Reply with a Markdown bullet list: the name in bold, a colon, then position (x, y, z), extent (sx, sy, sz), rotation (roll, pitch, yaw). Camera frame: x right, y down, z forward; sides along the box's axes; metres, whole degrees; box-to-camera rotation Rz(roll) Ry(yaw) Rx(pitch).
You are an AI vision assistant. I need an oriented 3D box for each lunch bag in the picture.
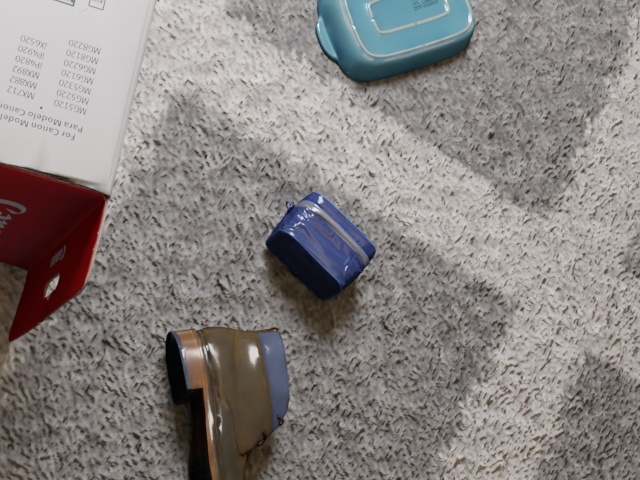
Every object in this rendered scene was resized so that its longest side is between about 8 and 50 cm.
- **lunch bag**: position (0.000, 0.000, 1.335), extent (0.098, 0.067, 0.065), rotation (45, 66, -6)

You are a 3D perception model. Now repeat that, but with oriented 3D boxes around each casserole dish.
- **casserole dish**: position (0.085, -0.234, 1.440), extent (0.188, 0.037, 0.114), rotation (-20, 87, -26)

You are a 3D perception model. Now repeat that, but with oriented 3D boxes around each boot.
- **boot**: position (-0.066, 0.179, 1.260), extent (0.106, 0.082, 0.219), rotation (-9, 80, -21)

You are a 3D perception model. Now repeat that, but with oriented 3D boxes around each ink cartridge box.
- **ink cartridge box**: position (-0.247, -0.078, 1.116), extent (0.130, 0.309, 0.272), rotation (16, 72, -18)
